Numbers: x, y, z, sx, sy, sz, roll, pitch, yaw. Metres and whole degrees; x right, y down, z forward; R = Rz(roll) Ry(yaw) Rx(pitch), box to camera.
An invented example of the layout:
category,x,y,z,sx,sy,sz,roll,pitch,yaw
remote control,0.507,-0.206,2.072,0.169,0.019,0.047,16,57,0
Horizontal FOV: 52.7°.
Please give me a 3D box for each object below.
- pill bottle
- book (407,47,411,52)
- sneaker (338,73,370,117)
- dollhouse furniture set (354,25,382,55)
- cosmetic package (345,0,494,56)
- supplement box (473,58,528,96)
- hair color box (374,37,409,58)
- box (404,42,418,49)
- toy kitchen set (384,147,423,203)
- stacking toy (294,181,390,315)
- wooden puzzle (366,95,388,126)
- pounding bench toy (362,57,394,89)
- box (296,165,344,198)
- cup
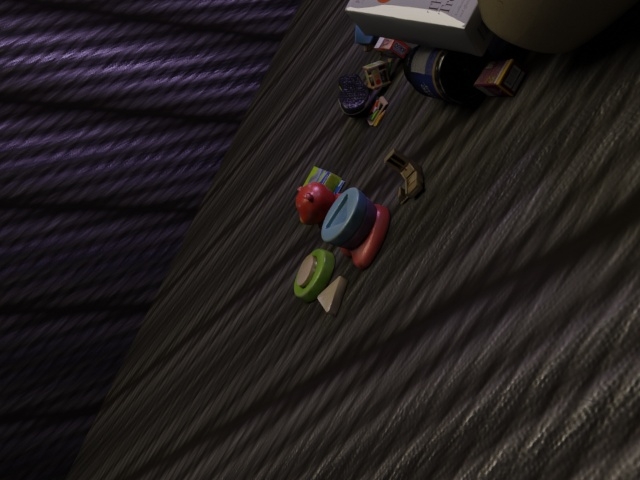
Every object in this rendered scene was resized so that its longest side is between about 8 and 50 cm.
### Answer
category,x,y,z,sx,sy,sz,roll,pitch,yaw
pill bottle,0.252,-0.350,1.321,0.123,0.123,0.219,-58,21,8
book,0.251,-0.533,1.676,0.096,0.035,0.144,-64,24,-3
sneaker,0.096,-0.380,1.778,0.235,0.084,0.097,-88,-10,-56
dollhouse furniture set,0.230,-0.670,1.837,0.286,0.198,0.303,-34,-50,-71
cosmetic package,0.255,-0.551,1.218,0.284,0.097,0.377,25,85,41
supplement box,0.330,-0.298,1.189,0.055,0.043,0.083,-60,22,2
hair color box,0.216,-0.558,1.668,0.167,0.053,0.093,-62,27,5
box,0.260,-0.601,1.463,0.322,0.232,0.058,-51,24,21
toy kitchen set,0.158,-0.124,1.312,0.068,0.075,0.083,-47,21,33
stacking toy,0.000,0.000,1.437,0.279,0.130,0.309,-62,21,-3
wooden puzzle,0.146,-0.340,1.689,0.078,0.014,0.116,-55,22,13
pounding bench toy,0.165,-0.442,1.721,0.083,0.065,0.052,-21,22,-6
box,-0.003,-0.134,1.729,0.109,0.042,0.178,-60,21,2
cup,0.364,-0.431,0.982,0.331,0.331,0.237,-85,5,-46
